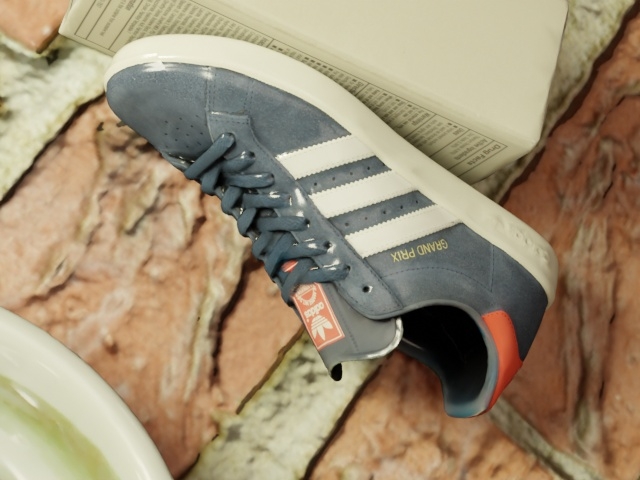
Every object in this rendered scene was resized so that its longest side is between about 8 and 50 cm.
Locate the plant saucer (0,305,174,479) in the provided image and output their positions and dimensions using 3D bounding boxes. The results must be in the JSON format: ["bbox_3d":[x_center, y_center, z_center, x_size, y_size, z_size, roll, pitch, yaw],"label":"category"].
[{"bbox_3d":[-0.264,0.212,0.764,0.400,0.100,0.401,10,60,-18],"label":"plant saucer"}]

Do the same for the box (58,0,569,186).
[{"bbox_3d":[-0.003,-0.152,0.973,0.311,0.148,0.121,23,67,-18],"label":"box"}]

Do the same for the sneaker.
[{"bbox_3d":[0.000,0.000,0.939,0.350,0.131,0.148,29,62,-14],"label":"sneaker"}]
